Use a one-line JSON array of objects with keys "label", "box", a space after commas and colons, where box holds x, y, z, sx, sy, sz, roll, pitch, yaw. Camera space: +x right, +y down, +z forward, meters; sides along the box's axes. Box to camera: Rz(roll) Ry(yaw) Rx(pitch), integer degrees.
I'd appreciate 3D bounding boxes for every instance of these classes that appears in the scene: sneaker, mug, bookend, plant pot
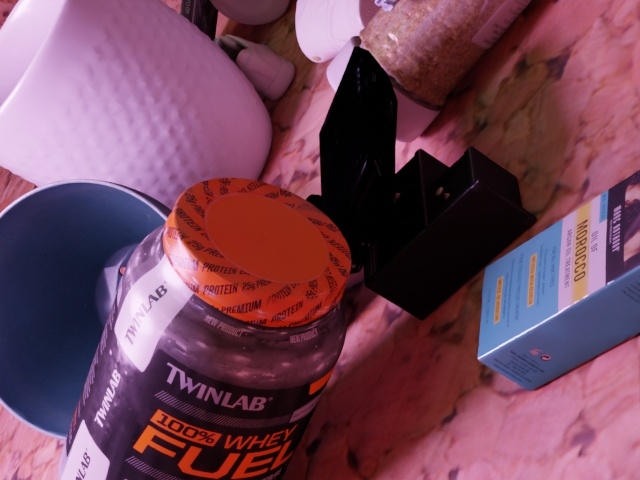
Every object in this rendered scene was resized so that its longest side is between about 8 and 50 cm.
[{"label": "sneaker", "box": [-0.109, -0.241, 2.149, 0.080, 0.094, 0.212, -62, 24, -4]}, {"label": "mug", "box": [-0.249, -0.178, 2.055, 0.276, 0.328, 0.374, -56, 24, 9]}, {"label": "bookend", "box": [0.115, -0.036, 1.509, 0.157, 0.072, 0.156, -43, 28, 30]}, {"label": "sneaker", "box": [0.051, -0.351, 1.952, 0.169, 0.108, 0.293, -13, 51, 54]}, {"label": "plant pot", "box": [-0.234, 0.073, 1.862, 0.290, 0.290, 0.195, -53, -12, 13]}]

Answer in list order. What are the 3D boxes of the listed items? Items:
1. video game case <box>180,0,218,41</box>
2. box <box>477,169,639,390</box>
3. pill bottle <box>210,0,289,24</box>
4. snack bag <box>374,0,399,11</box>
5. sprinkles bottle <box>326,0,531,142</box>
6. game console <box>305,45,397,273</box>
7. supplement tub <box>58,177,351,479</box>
[{"label": "video game case", "box": [-0.161, -0.377, 2.265, 0.196, 0.026, 0.274, -66, -14, -73]}, {"label": "box", "box": [0.226, 0.019, 1.245, 0.244, 0.060, 0.101, -36, 33, 41]}, {"label": "pill bottle", "box": [-0.083, -0.414, 2.266, 0.119, 0.119, 0.209, -33, 36, 45]}, {"label": "snack bag", "box": [0.183, -0.416, 1.569, 0.323, 0.037, 0.343, -31, 39, 47]}, {"label": "sprinkles bottle", "box": [0.157, -0.265, 1.633, 0.355, 0.121, 0.121, -50, 26, 19]}, {"label": "game console", "box": [0.000, 0.000, 1.592, 0.213, 0.044, 0.361, -92, 20, -53]}, {"label": "supplement tub", "box": [-0.103, 0.122, 1.475, 0.207, 0.207, 0.338, -94, 22, -52]}]
